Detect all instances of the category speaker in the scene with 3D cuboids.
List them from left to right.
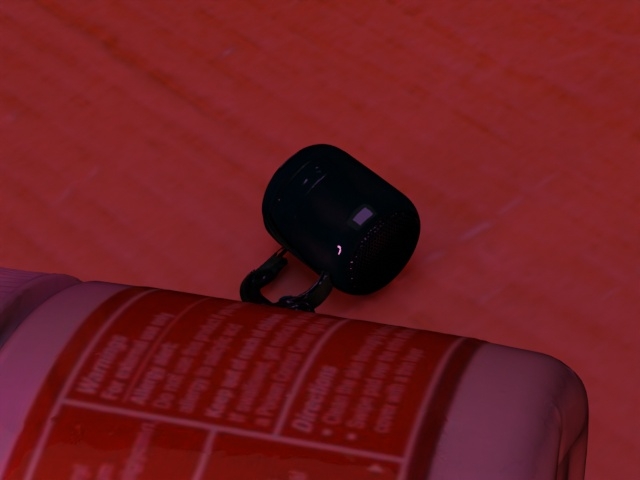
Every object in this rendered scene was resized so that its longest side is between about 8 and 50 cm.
[{"bbox_3d":[0.001,0.003,0.941,0.075,0.060,0.094,38,95,34],"label":"speaker"}]

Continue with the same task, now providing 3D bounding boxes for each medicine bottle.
[{"bbox_3d":[-0.037,0.146,0.657,0.241,0.252,0.252,9,47,13],"label":"medicine bottle"}]
